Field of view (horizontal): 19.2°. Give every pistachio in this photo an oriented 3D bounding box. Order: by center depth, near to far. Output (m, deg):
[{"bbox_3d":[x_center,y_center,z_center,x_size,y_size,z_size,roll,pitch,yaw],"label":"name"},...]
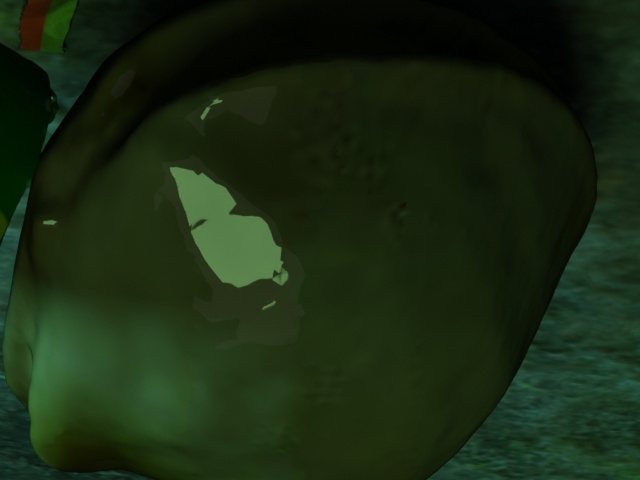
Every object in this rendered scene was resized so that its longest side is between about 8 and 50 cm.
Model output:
[{"bbox_3d":[0.000,0.000,0.642,0.213,0.162,0.260,-19,160,-20],"label":"pistachio"}]

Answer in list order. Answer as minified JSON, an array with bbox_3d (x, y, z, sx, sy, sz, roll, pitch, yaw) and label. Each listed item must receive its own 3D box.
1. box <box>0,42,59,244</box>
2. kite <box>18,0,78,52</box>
[{"bbox_3d":[-0.215,-0.051,0.562,0.250,0.103,0.180,12,166,45],"label":"box"},{"bbox_3d":[-0.075,-0.098,0.612,0.241,0.014,0.183,10,157,-10],"label":"kite"}]
